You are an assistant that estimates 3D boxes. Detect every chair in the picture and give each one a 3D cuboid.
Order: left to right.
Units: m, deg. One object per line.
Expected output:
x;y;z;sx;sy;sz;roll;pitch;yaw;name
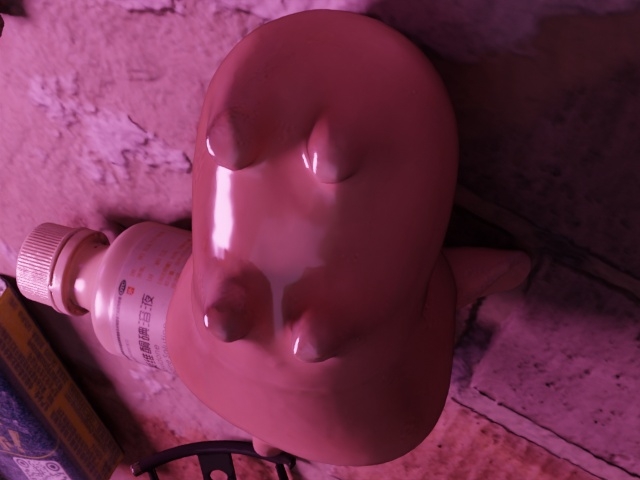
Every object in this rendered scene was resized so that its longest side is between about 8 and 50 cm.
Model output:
-0.082;0.323;1.781;0.154;0.141;0.260;-5;134;7;chair

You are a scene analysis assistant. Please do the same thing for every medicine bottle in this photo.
-0.123;0.045;1.497;0.252;0.114;0.114;16;144;25;medicine bottle

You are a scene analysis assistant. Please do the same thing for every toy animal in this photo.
0.000;0.000;1.256;0.237;0.269;0.326;19;113;17;toy animal

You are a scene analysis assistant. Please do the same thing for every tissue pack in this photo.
-0.323;0.139;1.815;0.185;0.081;0.257;6;139;33;tissue pack

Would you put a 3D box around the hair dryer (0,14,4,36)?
-0.216;-0.193;1.333;0.199;0.067;0.167;8;152;9;hair dryer
